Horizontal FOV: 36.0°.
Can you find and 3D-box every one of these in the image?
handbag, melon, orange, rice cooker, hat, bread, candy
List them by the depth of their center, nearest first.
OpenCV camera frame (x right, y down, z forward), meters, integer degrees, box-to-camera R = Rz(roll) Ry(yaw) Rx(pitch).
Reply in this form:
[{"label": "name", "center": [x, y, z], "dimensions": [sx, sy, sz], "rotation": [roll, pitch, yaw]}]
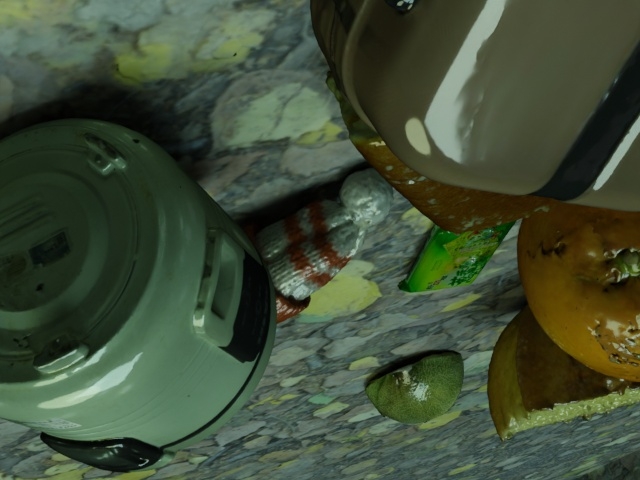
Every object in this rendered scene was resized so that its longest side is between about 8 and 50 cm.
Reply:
[{"label": "handbag", "center": [0.167, -0.156, 0.446], "dimensions": [0.283, 0.149, 0.302], "rotation": [12, 119, -30]}, {"label": "rice cooker", "center": [-0.150, 0.045, 0.715], "dimensions": [0.226, 0.226, 0.244], "rotation": [-20, 156, 5]}, {"label": "bread", "center": [0.138, -0.092, 0.754], "dimensions": [0.184, 0.110, 0.234], "rotation": [-26, 156, 19]}, {"label": "hat", "center": [0.000, 0.000, 0.888], "dimensions": [0.162, 0.093, 0.112], "rotation": [-31, 180, 14]}, {"label": "orange", "center": [0.314, 0.014, 0.951], "dimensions": [0.246, 0.246, 0.246], "rotation": [-15, 156, -7]}, {"label": "candy", "center": [0.151, 0.009, 1.075], "dimensions": [0.102, 0.032, 0.178], "rotation": [-10, 155, -17]}, {"label": "bread", "center": [0.364, 0.137, 1.323], "dimensions": [0.340, 0.179, 0.194], "rotation": [-9, 157, -24]}, {"label": "melon", "center": [0.142, 0.227, 1.481], "dimensions": [0.160, 0.079, 0.128], "rotation": [-23, 157, 12]}]
